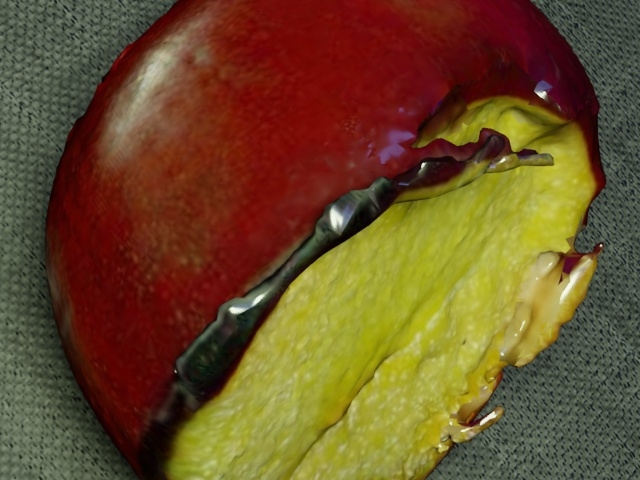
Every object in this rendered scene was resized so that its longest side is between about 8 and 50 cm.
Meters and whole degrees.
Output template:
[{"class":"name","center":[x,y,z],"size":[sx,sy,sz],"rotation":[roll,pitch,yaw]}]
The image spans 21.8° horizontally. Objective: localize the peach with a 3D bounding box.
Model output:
[{"class":"peach","center":[0.000,0.000,1.119],"size":[0.353,0.339,0.416],"rotation":[1,52,21]}]
